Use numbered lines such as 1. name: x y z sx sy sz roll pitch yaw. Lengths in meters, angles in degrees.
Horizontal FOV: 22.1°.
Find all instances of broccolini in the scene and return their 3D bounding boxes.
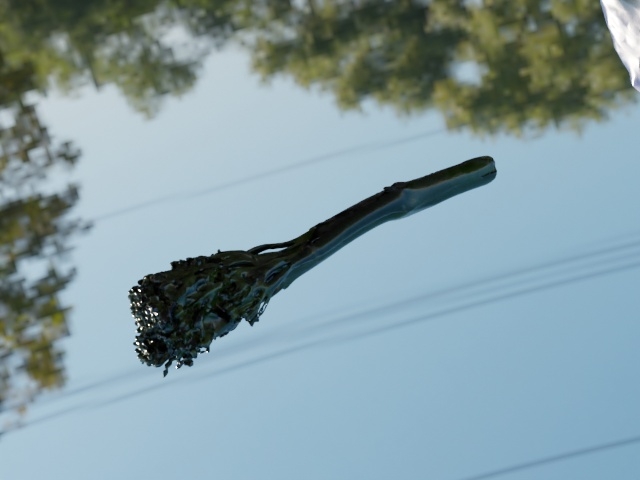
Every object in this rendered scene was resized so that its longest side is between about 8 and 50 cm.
1. broccolini: 0.000 0.000 0.860 0.239 0.051 0.054 -28 177 -31

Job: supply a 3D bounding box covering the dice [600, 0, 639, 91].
1. dice: 0.259 -0.156 0.959 0.146 0.146 0.143 -38 -155 -26
